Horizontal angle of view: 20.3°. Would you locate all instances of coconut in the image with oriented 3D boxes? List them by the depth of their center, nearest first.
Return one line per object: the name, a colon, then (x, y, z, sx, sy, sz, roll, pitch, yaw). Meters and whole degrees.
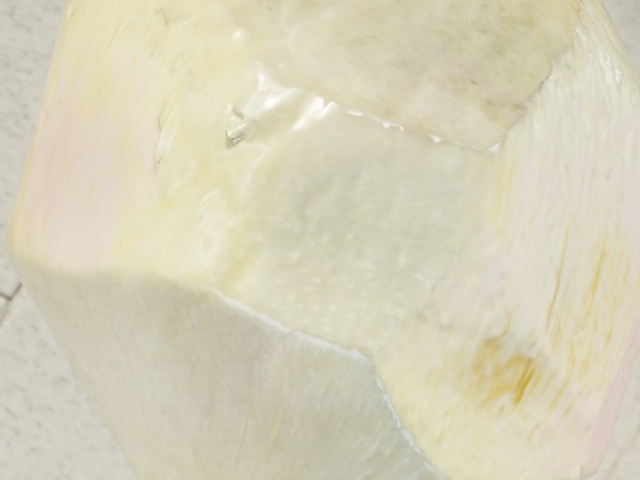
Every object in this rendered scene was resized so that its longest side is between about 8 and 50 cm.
coconut: (0.000, 0.000, 0.594, 0.237, 0.197, 0.237, -22, 117, -53)
